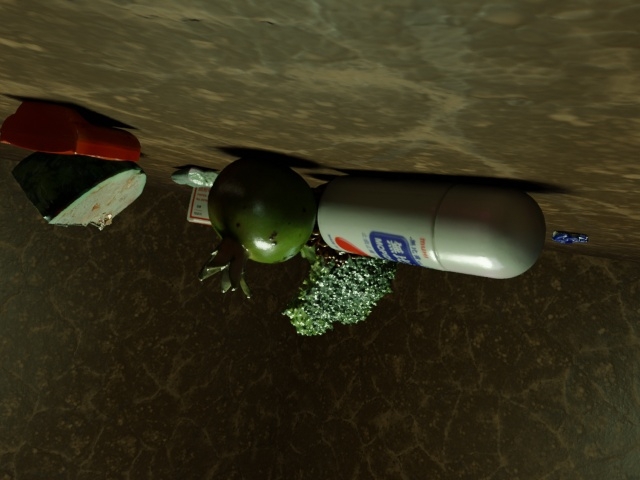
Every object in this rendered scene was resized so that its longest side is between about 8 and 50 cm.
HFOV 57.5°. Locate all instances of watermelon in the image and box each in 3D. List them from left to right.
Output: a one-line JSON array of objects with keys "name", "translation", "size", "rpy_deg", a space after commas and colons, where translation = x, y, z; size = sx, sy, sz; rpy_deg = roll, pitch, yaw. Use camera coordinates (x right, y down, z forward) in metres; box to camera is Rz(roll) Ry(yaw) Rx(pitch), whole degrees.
[{"name": "watermelon", "translation": [-0.476, -0.108, 1.158], "size": [0.224, 0.180, 0.305], "rpy_deg": [-2, -178, 0]}]

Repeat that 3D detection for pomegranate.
[{"name": "pomegranate", "translation": [-0.108, -0.022, 0.924], "size": [0.181, 0.224, 0.181], "rpy_deg": [26, 157, 12]}]

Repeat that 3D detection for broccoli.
[{"name": "broccoli", "translation": [0.034, -0.009, 1.434], "size": [0.353, 0.397, 0.275], "rpy_deg": [-16, 146, 9]}]

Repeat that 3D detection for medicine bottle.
[{"name": "medicine bottle", "translation": [0.159, -0.025, 0.862], "size": [0.341, 0.130, 0.130], "rpy_deg": [10, 180, 43]}]

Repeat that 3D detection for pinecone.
[{"name": "pinecone", "translation": [0.033, -0.034, 1.093], "size": [0.173, 0.174, 0.173], "rpy_deg": [9, 180, 0]}]

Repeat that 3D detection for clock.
[{"name": "clock", "translation": [-0.330, -0.143, 0.794], "size": [0.113, 0.061, 0.155], "rpy_deg": [10, -176, 12]}]

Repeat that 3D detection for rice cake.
[{"name": "rice cake", "translation": [-0.299, -0.150, 1.394], "size": [0.080, 0.042, 0.221], "rpy_deg": [14, 180, -24]}]

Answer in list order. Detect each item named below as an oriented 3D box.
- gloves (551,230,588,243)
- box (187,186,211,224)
[{"name": "gloves", "translation": [0.615, -0.006, 1.439], "size": [0.086, 0.026, 0.064], "rpy_deg": [10, 179, 39]}, {"name": "box", "translation": [-0.276, -0.102, 1.664], "size": [0.182, 0.133, 0.099], "rpy_deg": [11, 179, 11]}]
